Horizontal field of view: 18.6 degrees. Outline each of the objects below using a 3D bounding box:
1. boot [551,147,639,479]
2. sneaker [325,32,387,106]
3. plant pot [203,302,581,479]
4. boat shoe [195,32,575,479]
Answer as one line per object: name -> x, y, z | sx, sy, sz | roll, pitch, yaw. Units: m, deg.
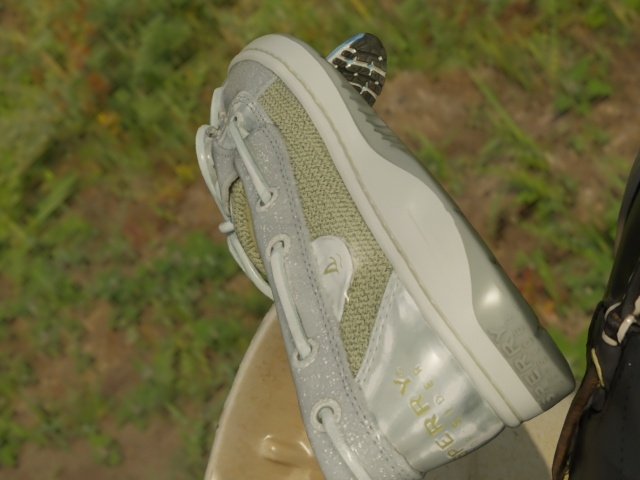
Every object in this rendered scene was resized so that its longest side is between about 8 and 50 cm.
boot -> 0.131, 0.134, 0.701 | 0.138, 0.377, 0.284 | 19, 46, 6
sneaker -> -0.005, -0.126, 1.714 | 0.162, 0.063, 0.073 | -48, 33, 26
plant pot -> 0.110, 0.206, 1.294 | 0.334, 0.305, 0.333 | -165, 90, -70
boat shoe -> 0.002, 0.002, 0.845 | 0.103, 0.118, 0.320 | -37, 32, 0
